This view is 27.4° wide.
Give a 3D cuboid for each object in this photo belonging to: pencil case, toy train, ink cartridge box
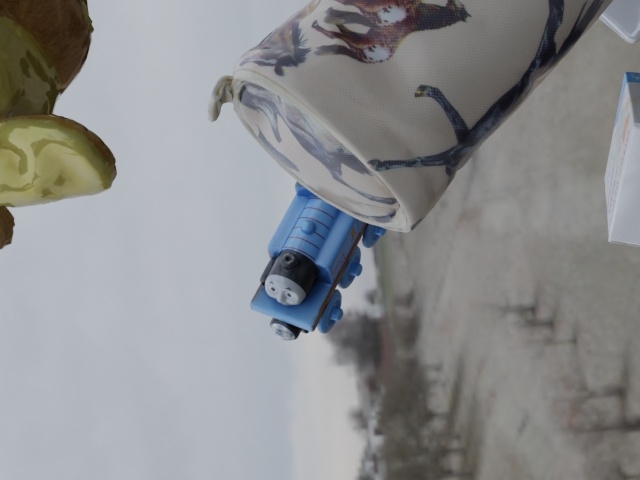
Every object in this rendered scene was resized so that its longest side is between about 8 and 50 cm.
[{"bbox_3d":[0.109,-0.196,0.905,0.183,0.410,0.160,39,173,17],"label":"pencil case"},{"bbox_3d":[0.000,0.000,1.185,0.184,0.080,0.105,-61,-22,-26],"label":"toy train"},{"bbox_3d":[0.254,-0.053,0.930,0.143,0.089,0.092,-65,-18,-65],"label":"ink cartridge box"}]

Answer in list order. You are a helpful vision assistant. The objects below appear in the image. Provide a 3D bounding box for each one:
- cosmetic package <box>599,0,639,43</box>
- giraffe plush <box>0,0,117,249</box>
[{"bbox_3d":[0.308,-0.421,1.183,0.329,0.327,0.393,45,-154,6],"label":"cosmetic package"},{"bbox_3d":[-0.136,-0.083,0.407,0.181,0.210,0.170,21,148,57],"label":"giraffe plush"}]
